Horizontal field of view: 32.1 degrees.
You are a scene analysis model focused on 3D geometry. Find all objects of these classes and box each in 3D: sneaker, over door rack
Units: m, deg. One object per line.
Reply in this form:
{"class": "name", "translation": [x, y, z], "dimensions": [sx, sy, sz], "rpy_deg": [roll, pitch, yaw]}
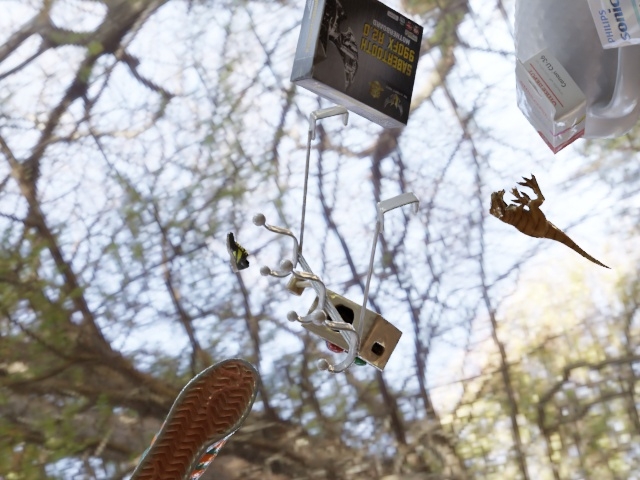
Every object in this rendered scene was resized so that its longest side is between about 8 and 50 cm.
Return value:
{"class": "sneaker", "translation": [-0.209, 0.312, 1.730], "dimensions": [0.108, 0.121, 0.302], "rpy_deg": [39, -114, -1]}
{"class": "over door rack", "translation": [0.000, 0.000, 1.602], "dimensions": [0.108, 0.324, 0.239], "rpy_deg": [-5, -138, -29]}
{"class": "sneaker", "translation": [-0.147, 0.018, 1.987], "dimensions": [0.031, 0.035, 0.083], "rpy_deg": [-95, -5, -56]}

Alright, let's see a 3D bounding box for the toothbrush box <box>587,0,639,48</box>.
{"class": "toothbrush box", "translation": [0.528, -0.415, 1.593], "dimensions": [0.126, 0.295, 0.216], "rpy_deg": [-58, -47, -39]}

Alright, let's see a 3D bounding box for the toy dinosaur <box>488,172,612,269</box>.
{"class": "toy dinosaur", "translation": [0.302, -0.025, 1.554], "dimensions": [0.211, 0.064, 0.112], "rpy_deg": [21, -131, -27]}

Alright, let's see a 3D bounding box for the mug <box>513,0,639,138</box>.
{"class": "mug", "translation": [0.483, -0.342, 1.938], "dimensions": [0.374, 0.276, 0.328], "rpy_deg": [-104, 15, -71]}

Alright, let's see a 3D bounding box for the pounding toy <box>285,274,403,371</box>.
{"class": "pounding toy", "translation": [0.012, 0.138, 1.966], "dimensions": [0.094, 0.206, 0.181], "rpy_deg": [-61, -30, -6]}

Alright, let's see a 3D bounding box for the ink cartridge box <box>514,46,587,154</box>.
{"class": "ink cartridge box", "translation": [0.374, -0.232, 1.811], "dimensions": [0.115, 0.067, 0.198], "rpy_deg": [57, -179, 19]}

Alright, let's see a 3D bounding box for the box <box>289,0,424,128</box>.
{"class": "box", "translation": [0.064, -0.308, 1.834], "dimensions": [0.231, 0.056, 0.183], "rpy_deg": [21, -106, -40]}
